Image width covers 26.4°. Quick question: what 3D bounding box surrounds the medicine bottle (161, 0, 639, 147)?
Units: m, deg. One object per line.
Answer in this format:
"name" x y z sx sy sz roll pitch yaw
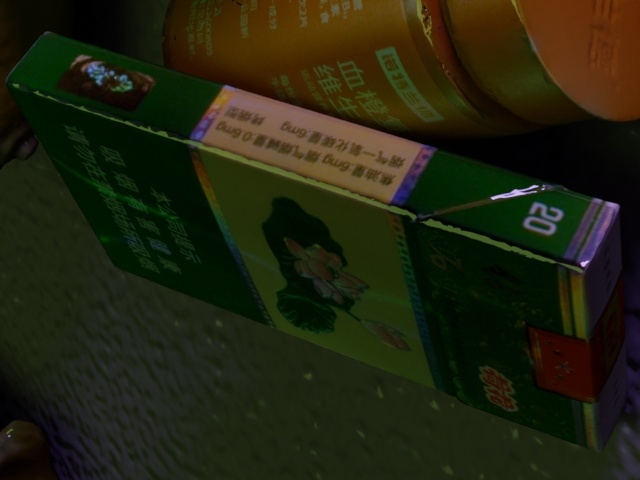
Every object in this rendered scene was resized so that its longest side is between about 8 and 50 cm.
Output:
"medicine bottle" 0.031 -0.080 0.496 0.192 0.096 0.096 -3 103 51

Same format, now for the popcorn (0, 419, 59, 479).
"popcorn" -0.283 0.223 0.915 0.270 0.224 0.257 40 126 41

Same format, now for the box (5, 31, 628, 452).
"box" 0.000 0.000 0.519 0.235 0.034 0.132 19 152 24

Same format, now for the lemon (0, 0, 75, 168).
"lemon" -0.227 -0.126 0.710 0.231 0.192 0.192 46 140 1
